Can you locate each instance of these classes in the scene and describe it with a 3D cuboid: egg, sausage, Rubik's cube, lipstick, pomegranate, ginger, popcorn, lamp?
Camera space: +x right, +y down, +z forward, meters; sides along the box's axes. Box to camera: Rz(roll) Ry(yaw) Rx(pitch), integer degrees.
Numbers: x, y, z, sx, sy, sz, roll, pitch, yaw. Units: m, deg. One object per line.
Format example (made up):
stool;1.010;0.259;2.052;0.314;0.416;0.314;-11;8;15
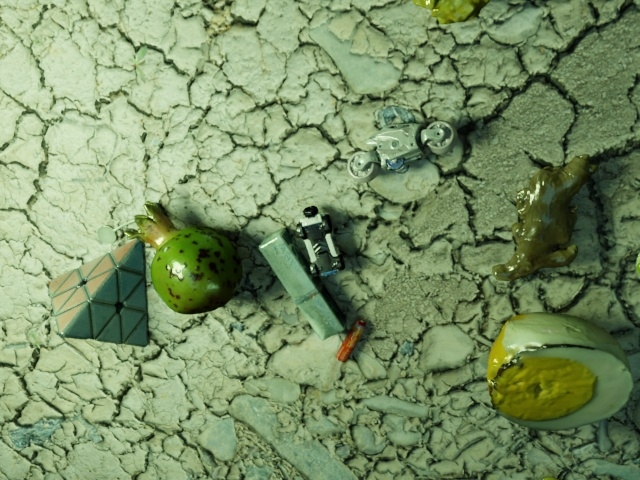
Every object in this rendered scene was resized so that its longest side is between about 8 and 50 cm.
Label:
egg;0.534;0.271;1.492;0.337;0.201;0.337;5;136;5
sausage;0.080;0.249;1.646;0.034;0.034;0.129;28;112;-2
Rubik's cube;-0.560;0.152;1.652;0.233;0.228;0.229;-7;68;-25
lipstick;-0.043;0.105;1.589;0.076;0.077;0.290;-31;102;18
pomegranate;-0.319;0.051;1.515;0.286;0.231;0.231;35;113;-29
ginger;0.505;-0.039;1.449;0.166;0.080;0.333;18;109;15
popcorn;0.262;-0.528;1.278;0.197;0.155;0.198;-5;117;-10
lamp;-0.482;-0.038;1.623;0.198;0.056;0.050;-24;107;20

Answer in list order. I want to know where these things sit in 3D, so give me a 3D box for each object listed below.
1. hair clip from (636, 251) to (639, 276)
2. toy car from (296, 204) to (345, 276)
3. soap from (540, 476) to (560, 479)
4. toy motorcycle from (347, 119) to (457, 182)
hair clip;0.752;0.010;1.453;0.060;0.033;0.188;14;114;6
toy car;0.000;0.000;1.548;0.080;0.070;0.171;-14;109;14
soap;0.591;0.677;1.714;0.089;0.045;0.140;31;111;-6
toy motorcycle;0.174;-0.208;1.441;0.254;0.112;0.112;-20;105;17
